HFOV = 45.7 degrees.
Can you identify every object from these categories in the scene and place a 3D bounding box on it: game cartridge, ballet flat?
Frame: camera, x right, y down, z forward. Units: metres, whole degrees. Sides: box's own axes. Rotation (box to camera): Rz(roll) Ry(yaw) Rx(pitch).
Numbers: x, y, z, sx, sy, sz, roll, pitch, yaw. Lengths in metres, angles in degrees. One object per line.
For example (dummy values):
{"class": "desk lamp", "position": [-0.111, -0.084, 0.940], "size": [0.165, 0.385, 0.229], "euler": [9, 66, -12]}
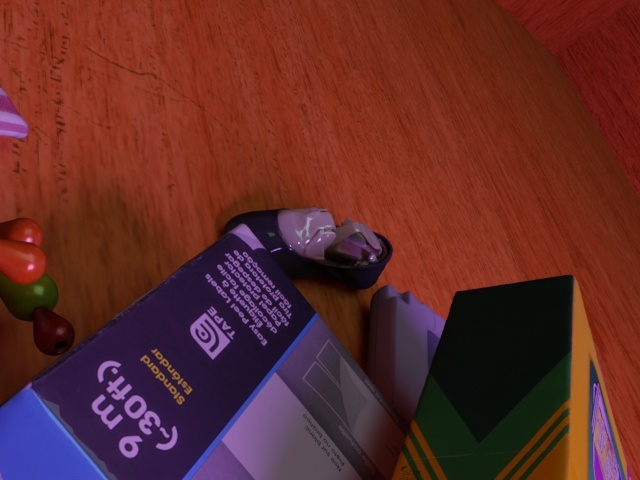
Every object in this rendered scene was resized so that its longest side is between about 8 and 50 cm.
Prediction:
{"class": "game cartridge", "position": [0.153, 0.193, 0.747], "size": [0.294, 0.060, 0.196], "euler": [40, 28, -22]}
{"class": "ballet flat", "position": [0.000, 0.000, 0.715], "size": [0.203, 0.074, 0.074], "euler": [16, 45, -47]}

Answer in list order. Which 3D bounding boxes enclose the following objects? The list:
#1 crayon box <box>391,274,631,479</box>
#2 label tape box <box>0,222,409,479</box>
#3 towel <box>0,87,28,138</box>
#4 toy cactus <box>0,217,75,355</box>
{"class": "crayon box", "position": [0.153, 0.254, 0.498], "size": [0.313, 0.106, 0.363], "euler": [-49, 124, -60]}
{"class": "label tape box", "position": [-0.067, 0.161, 0.403], "size": [0.241, 0.106, 0.334], "euler": [51, 29, -4]}
{"class": "towel", "position": [-0.272, -0.137, 0.458], "size": [0.197, 0.029, 0.144], "euler": [49, 5, -1]}
{"class": "toy cactus", "position": [-0.234, -0.021, 0.392], "size": [0.218, 0.112, 0.180], "euler": [24, 21, -38]}
